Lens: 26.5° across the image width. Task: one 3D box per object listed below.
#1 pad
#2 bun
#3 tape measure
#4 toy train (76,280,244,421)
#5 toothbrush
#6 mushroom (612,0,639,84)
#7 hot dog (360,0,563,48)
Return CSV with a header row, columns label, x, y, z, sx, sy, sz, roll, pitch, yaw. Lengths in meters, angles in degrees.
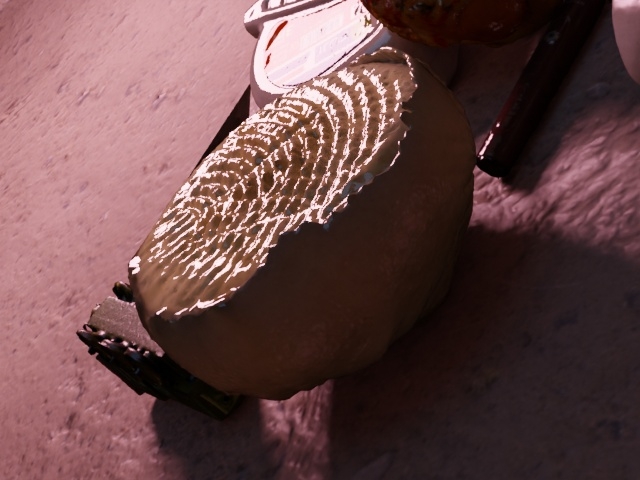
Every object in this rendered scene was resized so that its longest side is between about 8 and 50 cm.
label,x,y,z,sx,sy,sz,roll,pitch,yaw
pad,-0.149,-0.056,1.659,0.265,0.009,0.159,-60,-8,-20
bun,0.005,0.002,1.248,0.364,0.202,0.364,-35,25,19
tape measure,0.036,-0.224,1.554,0.258,0.130,0.265,-25,46,31
toy train,-0.162,0.119,1.419,0.090,0.137,0.225,-53,31,-15
toothbrush,0.248,-0.213,1.336,0.041,0.041,0.364,3,57,57
mushroom,0.387,-0.198,1.026,0.177,0.126,0.397,-47,23,-14
hot dog,0.116,-0.284,1.369,0.153,0.257,0.150,-45,-21,-37
